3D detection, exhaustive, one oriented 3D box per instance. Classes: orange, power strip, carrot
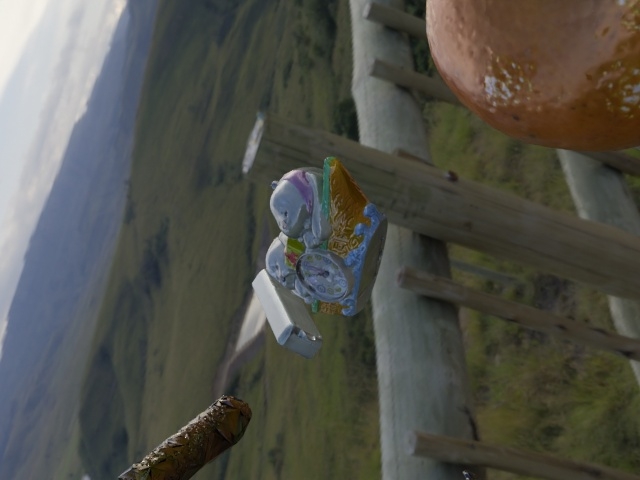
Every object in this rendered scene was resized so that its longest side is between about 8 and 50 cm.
[{"bbox_3d":[0.334,-0.315,0.882,0.326,0.424,0.424,57,-147,-51],"label":"orange"},{"bbox_3d":[-0.082,0.158,1.662,0.058,0.098,0.338,-54,28,11],"label":"power strip"},{"bbox_3d":[-0.163,0.261,0.904,0.229,0.069,0.069,-25,-38,-61],"label":"carrot"}]

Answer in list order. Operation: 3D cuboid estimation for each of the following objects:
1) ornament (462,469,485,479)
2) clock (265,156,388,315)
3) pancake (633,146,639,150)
[{"bbox_3d":[0.275,0.390,0.842,0.106,0.251,0.260,-51,28,-2],"label":"ornament"},{"bbox_3d":[0.000,0.000,0.865,0.103,0.144,0.231,-48,-25,-47],"label":"clock"},{"bbox_3d":[0.455,-0.171,1.073,0.158,0.158,0.028,-94,15,-53],"label":"pancake"}]
